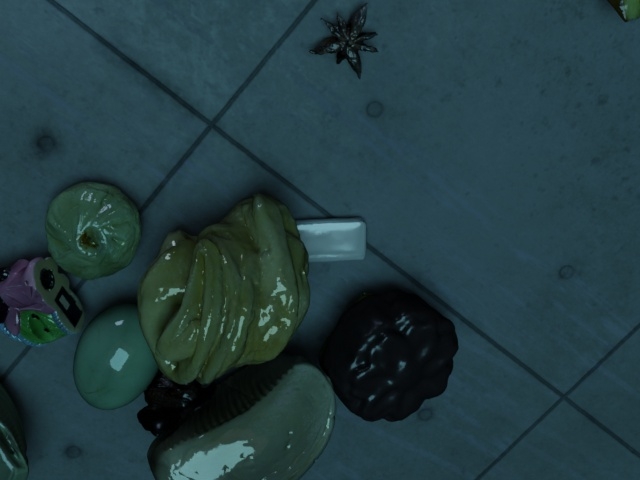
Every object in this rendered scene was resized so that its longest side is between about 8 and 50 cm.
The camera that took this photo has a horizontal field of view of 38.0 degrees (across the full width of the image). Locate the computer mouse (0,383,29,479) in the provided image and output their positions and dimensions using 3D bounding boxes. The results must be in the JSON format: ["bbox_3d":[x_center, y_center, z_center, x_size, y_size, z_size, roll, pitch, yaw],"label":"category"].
[{"bbox_3d":[-0.751,0.354,1.903,0.228,0.145,0.429,-33,100,17],"label":"computer mouse"}]

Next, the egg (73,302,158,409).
[{"bbox_3d":[-0.406,0.233,1.862,0.168,0.168,0.231,24,105,-14],"label":"egg"}]

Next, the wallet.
[{"bbox_3d":[0.000,0.000,1.873,0.190,0.033,0.095,0,111,-5],"label":"wallet"}]

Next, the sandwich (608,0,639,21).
[{"bbox_3d":[0.548,-0.520,1.672,0.090,0.088,0.244,-13,110,-9],"label":"sandwich"}]

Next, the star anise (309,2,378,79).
[{"bbox_3d":[0.055,-0.378,1.702,0.124,0.056,0.129,26,109,-14],"label":"star anise"}]

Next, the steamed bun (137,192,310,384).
[{"bbox_3d":[-0.194,0.086,1.735,0.372,0.325,0.230,-30,147,10],"label":"steamed bun"}]

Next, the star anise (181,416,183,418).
[{"bbox_3d":[-0.214,0.477,2.024,0.272,0.102,0.272,1,85,-16],"label":"star anise"}]

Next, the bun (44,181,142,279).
[{"bbox_3d":[-0.440,-0.011,1.785,0.195,0.118,0.195,-2,117,-5],"label":"bun"}]

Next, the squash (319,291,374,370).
[{"bbox_3d":[0.058,0.195,1.943,0.066,0.066,0.201,25,103,-15],"label":"squash"}]

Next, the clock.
[{"bbox_3d":[-0.590,0.128,1.832,0.195,0.100,0.194,-11,124,19],"label":"clock"}]

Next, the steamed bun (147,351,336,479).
[{"bbox_3d":[-0.140,0.411,1.870,0.383,0.247,0.236,-35,100,-17],"label":"steamed bun"}]

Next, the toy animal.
[{"bbox_3d":[-0.298,0.319,1.912,0.116,0.218,0.179,32,148,-10],"label":"toy animal"}]

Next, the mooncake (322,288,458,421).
[{"bbox_3d":[0.151,0.244,1.894,0.283,0.141,0.283,-12,121,-21],"label":"mooncake"}]
